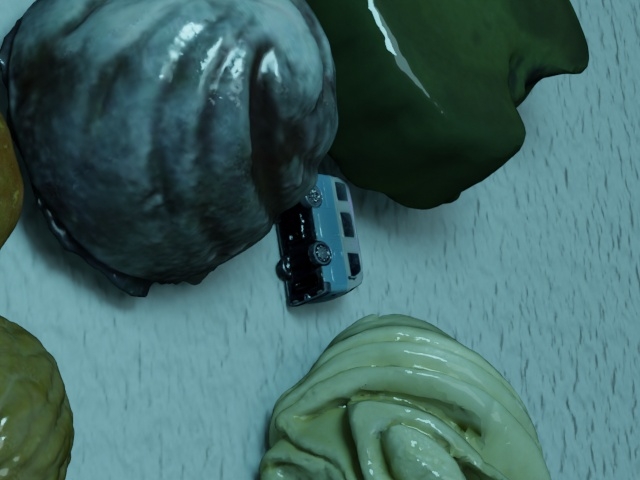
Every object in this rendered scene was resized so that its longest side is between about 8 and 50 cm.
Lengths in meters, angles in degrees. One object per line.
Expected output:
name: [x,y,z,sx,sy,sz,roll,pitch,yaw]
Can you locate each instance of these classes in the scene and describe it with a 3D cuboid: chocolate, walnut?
chocolate: [-0.092,-0.123,1.238,0.303,0.213,0.303,20,61,-41]
walnut: [-0.271,0.142,1.024,0.213,0.213,0.213,14,67,-35]

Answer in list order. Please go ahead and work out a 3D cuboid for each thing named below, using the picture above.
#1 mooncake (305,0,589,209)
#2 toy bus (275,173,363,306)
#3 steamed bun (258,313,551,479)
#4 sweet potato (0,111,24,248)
mooncake: [0.095,-0.212,1.450,0.351,0.187,0.351,16,63,-35]
toy bus: [0.000,0.000,1.394,0.075,0.060,0.123,3,71,-42]
steamed bun: [0.096,0.216,1.304,0.276,0.203,0.289,38,54,-22]
sweet potato: [-0.304,-0.124,1.170,0.097,0.097,0.291,-4,77,-40]
